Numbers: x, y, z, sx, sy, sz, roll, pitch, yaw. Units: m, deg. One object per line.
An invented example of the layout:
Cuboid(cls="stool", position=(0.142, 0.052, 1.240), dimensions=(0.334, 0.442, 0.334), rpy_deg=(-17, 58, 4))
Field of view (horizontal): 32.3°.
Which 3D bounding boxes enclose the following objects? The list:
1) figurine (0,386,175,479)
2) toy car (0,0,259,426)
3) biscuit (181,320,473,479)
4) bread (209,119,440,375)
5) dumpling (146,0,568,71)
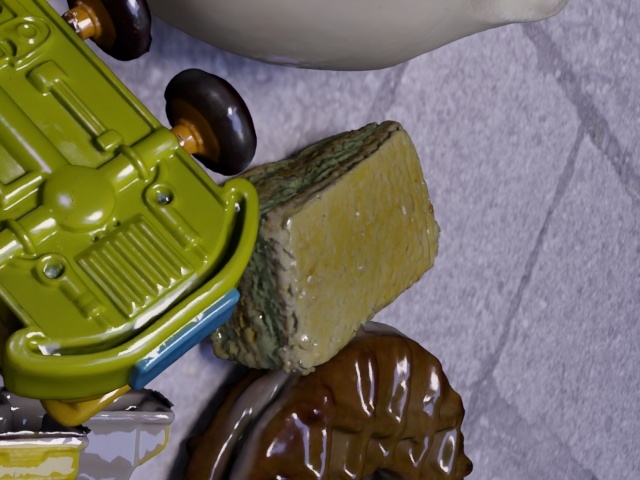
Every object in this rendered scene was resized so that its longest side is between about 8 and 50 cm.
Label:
Cuboid(cls="figurine", position=(-0.170, 0.227, 0.634), dimensions=(0.308, 0.143, 0.309), rpy_deg=(-19, 114, -49))
Cuboid(cls="toy car", position=(-0.151, -0.025, 0.555), dimensions=(0.200, 0.248, 0.142), rpy_deg=(-34, 167, -29))
Cuboid(cls="biscuit", position=(0.008, 0.229, 0.891), dimensions=(0.332, 0.103, 0.332), rpy_deg=(-16, 111, -49))
Cuboid(cls="bread", position=(0.000, 0.000, 0.822), dimensions=(0.196, 0.102, 0.138), rpy_deg=(-37, 129, -43))
Cuboid(cls="dumpling", position=(-0.015, -0.262, 0.671), dimensions=(0.395, 0.233, 0.316), rpy_deg=(-3, 85, -25))
